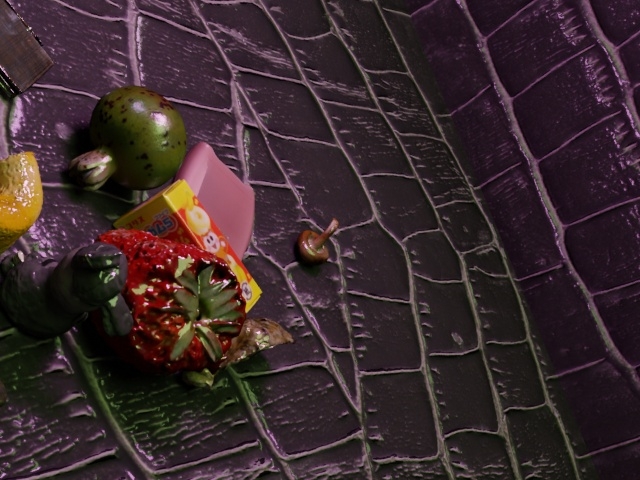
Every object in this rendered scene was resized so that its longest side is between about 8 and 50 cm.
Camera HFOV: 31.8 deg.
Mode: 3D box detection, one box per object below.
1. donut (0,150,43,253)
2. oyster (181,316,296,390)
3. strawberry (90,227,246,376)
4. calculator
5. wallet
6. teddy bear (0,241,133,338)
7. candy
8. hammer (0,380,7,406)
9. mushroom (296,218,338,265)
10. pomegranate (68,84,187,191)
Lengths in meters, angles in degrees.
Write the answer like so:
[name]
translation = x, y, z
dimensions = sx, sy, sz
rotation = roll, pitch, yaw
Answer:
[donut]
translation = -0.532, -0.054, 1.808
dimensions = 0.152, 0.101, 0.259
rotation = 66, 24, -3
[oyster]
translation = -0.151, 0.203, 2.162
dimensions = 0.094, 0.166, 0.294
rotation = 60, 17, 5
[strawberry]
translation = -0.279, 0.107, 1.971
dimensions = 0.261, 0.257, 0.261
rotation = -8, 101, -48
[calculator]
translation = -0.222, -0.054, 2.337
dimensions = 0.220, 0.048, 0.330
rotation = 46, 35, -30
[wallet]
translation = -0.615, -0.412, 2.014
dimensions = 0.317, 0.044, 0.169
rotation = 53, 27, -19
[teddy bear]
translation = -0.381, 0.080, 1.806
dimensions = 0.171, 0.251, 0.144
rotation = 67, 28, -23
[candy]
translation = -0.250, 0.036, 2.121
dimensions = 0.276, 0.146, 0.088
rotation = 58, 30, -11
[hammer]
translation = -0.601, 0.228, 1.504
dimensions = 0.440, 0.044, 0.168
rotation = -3, 68, -58
[mushroom]
translation = -0.005, 0.004, 2.596
dimensions = 0.088, 0.073, 0.129
rotation = 45, 66, -4
[pomegranate]
translation = -0.362, -0.177, 2.099
dimensions = 0.248, 0.202, 0.202
rotation = -35, 97, -33
